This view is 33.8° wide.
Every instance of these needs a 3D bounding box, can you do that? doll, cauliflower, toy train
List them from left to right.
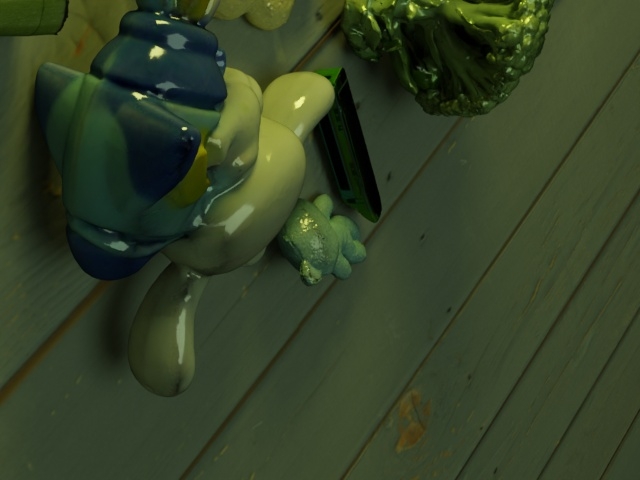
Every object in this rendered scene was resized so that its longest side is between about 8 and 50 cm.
[{"bbox_3d":[-0.138,-0.083,0.996,0.366,0.187,0.376,56,37,-54],"label":"doll"},{"bbox_3d":[-0.004,0.002,1.263,0.120,0.075,0.179,69,16,12],"label":"doll"},{"bbox_3d":[0.029,-0.107,1.271,0.044,0.042,0.209,-65,147,-45],"label":"toy train"},{"bbox_3d":[0.140,-0.280,1.240,0.250,0.272,0.275,-9,84,-6],"label":"cauliflower"}]

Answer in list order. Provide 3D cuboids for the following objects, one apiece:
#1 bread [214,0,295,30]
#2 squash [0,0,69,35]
[{"bbox_3d":[-0.078,-0.323,1.068,0.182,0.039,0.251,-52,137,-25],"label":"bread"},{"bbox_3d":[-0.304,-0.190,0.806,0.224,0.094,0.094,-19,117,-39],"label":"squash"}]
